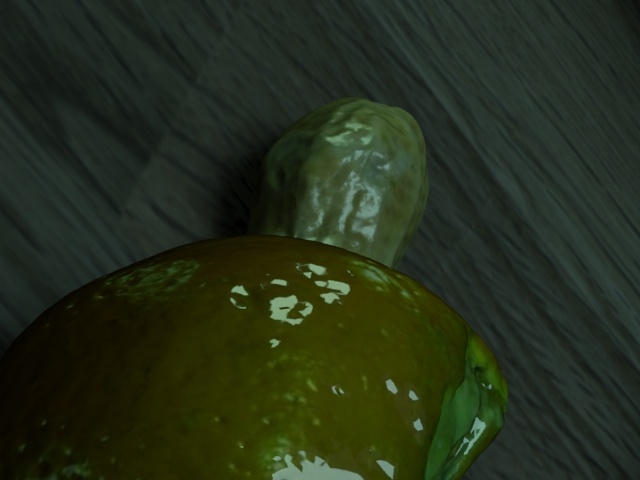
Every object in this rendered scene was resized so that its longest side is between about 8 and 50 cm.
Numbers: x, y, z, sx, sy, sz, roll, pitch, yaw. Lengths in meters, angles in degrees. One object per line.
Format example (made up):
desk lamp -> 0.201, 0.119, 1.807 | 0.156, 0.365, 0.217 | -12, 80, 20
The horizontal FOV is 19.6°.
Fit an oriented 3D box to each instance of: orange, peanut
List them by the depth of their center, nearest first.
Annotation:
orange -> -0.038, 0.091, 0.614 | 0.158, 0.179, 0.237 | 49, 46, -26
peanut -> 0.000, 0.000, 0.796 | 0.080, 0.080, 0.174 | 48, 41, -28
